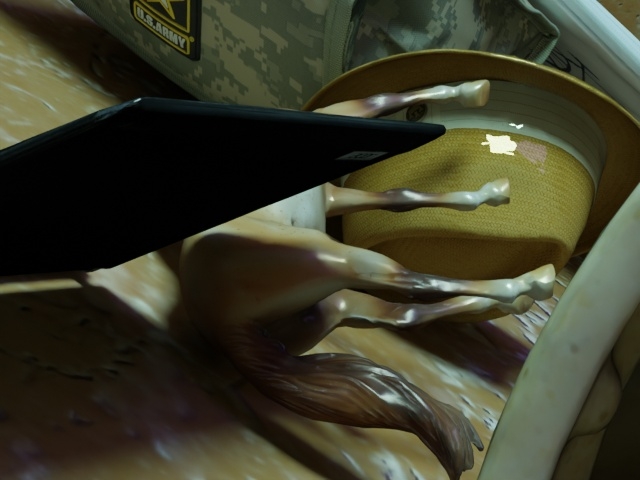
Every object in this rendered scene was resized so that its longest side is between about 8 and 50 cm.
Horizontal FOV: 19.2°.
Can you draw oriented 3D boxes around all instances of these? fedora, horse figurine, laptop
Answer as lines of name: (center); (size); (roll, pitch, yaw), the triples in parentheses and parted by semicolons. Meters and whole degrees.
fedora: (0.071, -0.013, 0.941); (0.194, 0.194, 0.079); (25, 53, -23)
horse figurine: (0.000, 0.000, 0.797); (0.174, 0.066, 0.263); (-5, 33, -2)
laptop: (-0.133, -0.058, 0.659); (0.264, 0.136, 0.234); (37, 15, 20)

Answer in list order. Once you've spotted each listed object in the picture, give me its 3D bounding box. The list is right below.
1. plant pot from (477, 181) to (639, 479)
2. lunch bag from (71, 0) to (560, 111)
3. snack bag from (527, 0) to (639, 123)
plant pot: (0.190, 0.084, 0.474); (0.334, 0.334, 0.305); (31, 4, 0)
lunch bag: (-0.024, -0.152, 1.066); (0.235, 0.169, 0.287); (36, 3, 24)
snack bag: (0.130, -0.127, 1.286); (0.323, 0.037, 0.342); (42, -8, -10)
